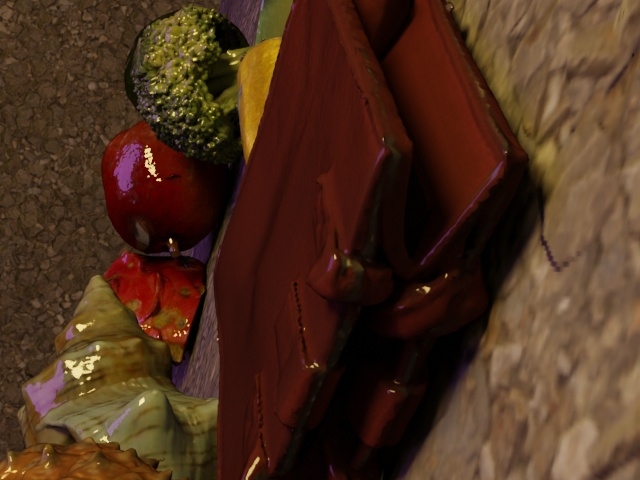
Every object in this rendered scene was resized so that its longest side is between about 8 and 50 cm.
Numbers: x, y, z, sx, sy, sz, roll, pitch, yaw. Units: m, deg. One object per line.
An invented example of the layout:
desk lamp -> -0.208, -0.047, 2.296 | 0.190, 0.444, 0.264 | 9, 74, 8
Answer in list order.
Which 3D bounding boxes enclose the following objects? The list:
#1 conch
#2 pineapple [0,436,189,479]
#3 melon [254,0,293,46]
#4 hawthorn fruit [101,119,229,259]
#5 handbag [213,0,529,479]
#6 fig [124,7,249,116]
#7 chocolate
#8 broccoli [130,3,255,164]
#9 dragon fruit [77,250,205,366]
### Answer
conch -> -0.138, 0.183, 0.755 | 0.386, 0.170, 0.203 | 55, 163, 30
pineapple -> -0.061, 0.152, 0.366 | 0.248, 0.128, 0.128 | 1, 74, 50
melon -> -0.034, -0.200, 1.027 | 0.114, 0.053, 0.261 | -8, 70, 56
hawthorn fruit -> -0.211, -0.066, 1.301 | 0.185, 0.185, 0.202 | 124, 143, -53
handbag -> 0.001, 0.000, 0.504 | 0.275, 0.084, 0.260 | -100, 27, -59
fig -> -0.184, -0.242, 1.365 | 0.245, 0.195, 0.195 | -137, 63, -68
chocolate -> -0.028, -0.086, 0.759 | 0.219, 0.086, 0.085 | -96, 25, -53
broccoli -> -0.136, -0.190, 1.145 | 0.176, 0.226, 0.197 | -1, 111, 43
dragon fruit -> -0.250, 0.073, 1.300 | 0.274, 0.161, 0.126 | -142, 66, -78
